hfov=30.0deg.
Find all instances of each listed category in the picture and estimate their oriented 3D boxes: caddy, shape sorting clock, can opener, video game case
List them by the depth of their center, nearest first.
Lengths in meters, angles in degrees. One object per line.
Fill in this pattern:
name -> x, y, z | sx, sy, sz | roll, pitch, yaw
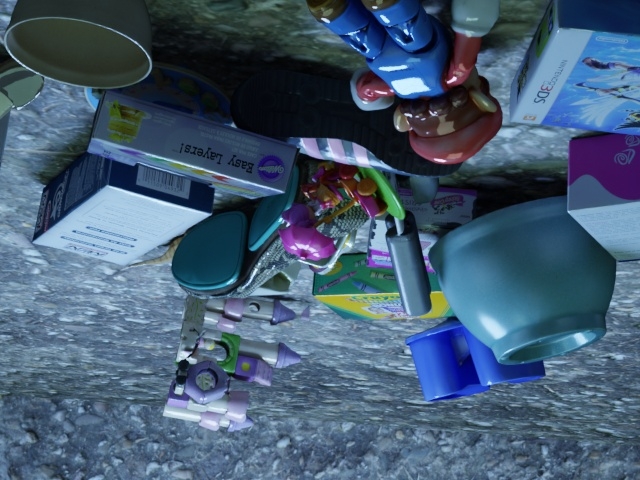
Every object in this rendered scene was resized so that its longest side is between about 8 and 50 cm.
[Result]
video game case -> 0.377, -0.197, 1.385 | 0.269, 0.061, 0.244 | 6, 162, -2
shape sorting clock -> -0.217, -0.184, 1.616 | 0.206, 0.040, 0.206 | 5, 161, 2
can opener -> 0.146, -0.012, 1.785 | 0.095, 0.076, 0.283 | -9, 126, 10
caddy -> 0.312, 0.210, 2.384 | 0.241, 0.179, 0.341 | -18, 168, 20

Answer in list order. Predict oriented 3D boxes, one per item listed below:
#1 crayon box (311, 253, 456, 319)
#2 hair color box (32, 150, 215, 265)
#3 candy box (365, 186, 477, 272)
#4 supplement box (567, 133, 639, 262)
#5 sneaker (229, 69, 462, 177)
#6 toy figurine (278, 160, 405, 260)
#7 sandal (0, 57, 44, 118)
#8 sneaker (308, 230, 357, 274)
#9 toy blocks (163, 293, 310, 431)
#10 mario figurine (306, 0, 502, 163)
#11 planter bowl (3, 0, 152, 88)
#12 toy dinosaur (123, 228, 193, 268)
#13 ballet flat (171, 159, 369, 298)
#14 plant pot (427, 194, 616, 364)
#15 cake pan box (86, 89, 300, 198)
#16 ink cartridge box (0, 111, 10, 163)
crayon box -> 0.144, 0.086, 2.225 | 0.278, 0.081, 0.165 | -3, 159, 23
hair color box -> -0.315, -0.064, 1.890 | 0.173, 0.105, 0.347 | 16, 158, -27
candy box -> 0.160, -0.017, 1.941 | 0.159, 0.071, 0.233 | 5, 161, 0
supplement box -> 0.438, -0.059, 1.686 | 0.114, 0.111, 0.220 | -7, 157, 32
sneaker -> 0.034, -0.155, 1.573 | 0.319, 0.112, 0.131 | 15, 176, -17
toy figurine -> 0.005, -0.047, 1.666 | 0.173, 0.159, 0.130 | 46, 171, 42
sandal -> -0.475, -0.195, 1.617 | 0.240, 0.079, 0.088 | -25, 135, 16
sneaker -> 0.000, 0.000, 2.059 | 0.083, 0.070, 0.185 | 20, 152, -13
toy blocks -> -0.162, 0.233, 2.434 | 0.260, 0.289, 0.309 | 12, 157, -8
mario figurine -> 0.110, -0.223, 1.360 | 0.198, 0.170, 0.320 | 37, 174, 43
planter bowl -> -0.260, -0.253, 1.327 | 0.162, 0.109, 0.162 | 6, 161, 2
toy dinosaur -> -0.261, 0.024, 2.221 | 0.112, 0.064, 0.211 | 35, 140, -22
ballet flat -> -0.073, 0.010, 1.947 | 0.182, 0.164, 0.483 | 20, 153, -25
plant pot -> 0.333, 0.077, 1.852 | 0.293, 0.196, 0.293 | -13, 161, -4
cake pan box -> -0.173, -0.118, 1.529 | 0.245, 0.070, 0.267 | 17, 177, -13
ink cartridge box -> -0.594, -0.113, 1.687 | 0.272, 0.197, 0.114 | 10, 159, -15
